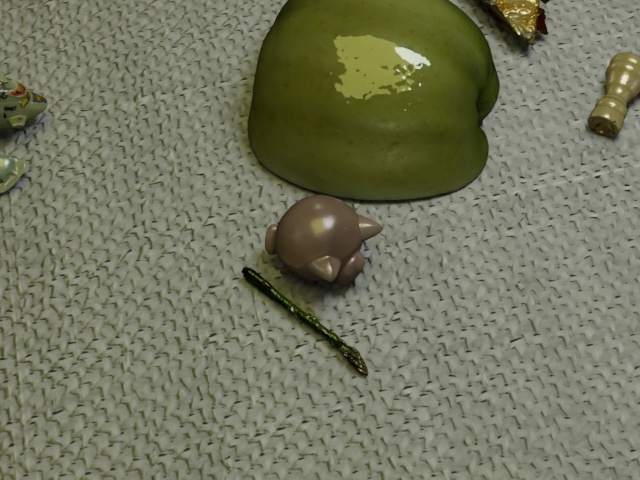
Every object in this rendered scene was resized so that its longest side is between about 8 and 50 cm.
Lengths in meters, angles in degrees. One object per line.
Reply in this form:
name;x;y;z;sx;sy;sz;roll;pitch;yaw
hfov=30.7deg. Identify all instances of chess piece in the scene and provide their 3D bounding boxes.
chess piece;0.442;-0.214;1.726;0.066;0.066;0.122;21;65;16

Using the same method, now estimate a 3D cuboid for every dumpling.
dumpling;-0.475;-0.098;1.718;0.077;0.043;0.059;3;73;-13

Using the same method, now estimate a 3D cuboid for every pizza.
pizza;0.307;-0.379;1.838;0.154;0.069;0.194;-10;64;-3

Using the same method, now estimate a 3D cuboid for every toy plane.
toy plane;-0.542;-0.202;1.702;0.286;0.108;0.092;-6;48;-24

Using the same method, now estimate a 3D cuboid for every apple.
apple;0.090;-0.235;1.744;0.360;0.311;0.320;12;103;13

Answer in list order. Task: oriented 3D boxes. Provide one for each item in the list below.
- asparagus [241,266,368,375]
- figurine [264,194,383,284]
asparagus;-0.020;0.107;1.568;0.233;0.022;0.023;38;111;23
figurine;0.000;0.000;1.586;0.138;0.125;0.125;21;60;33
